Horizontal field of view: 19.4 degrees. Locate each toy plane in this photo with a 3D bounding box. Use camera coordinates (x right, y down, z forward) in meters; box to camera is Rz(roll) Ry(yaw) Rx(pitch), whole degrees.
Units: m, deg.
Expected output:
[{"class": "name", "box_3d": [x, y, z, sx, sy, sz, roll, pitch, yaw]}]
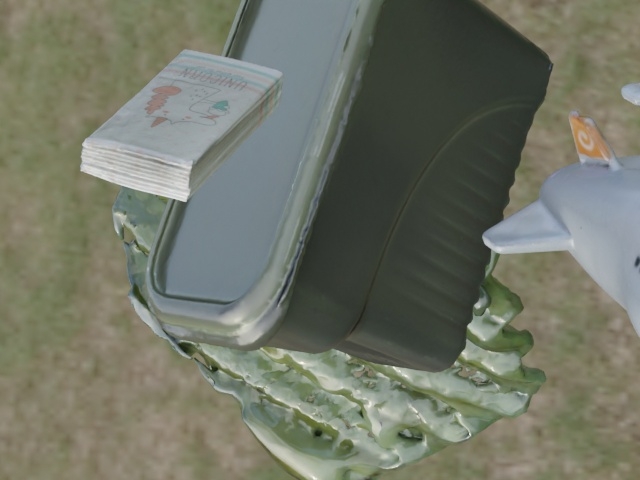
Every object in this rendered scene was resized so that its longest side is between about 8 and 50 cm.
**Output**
[{"class": "toy plane", "box_3d": [0.200, 0.019, 1.022, 0.245, 0.117, 0.245, 50, 157, 31]}]

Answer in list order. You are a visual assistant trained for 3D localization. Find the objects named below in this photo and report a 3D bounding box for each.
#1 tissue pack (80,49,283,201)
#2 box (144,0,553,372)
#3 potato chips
[{"class": "tissue pack", "box_3d": [-0.062, -0.055, 0.869, 0.056, 0.108, 0.023, 15, 122, 17]}, {"class": "box", "box_3d": [0.025, -0.043, 1.154, 0.138, 0.178, 0.274, 6, 74, 52]}, {"class": "potato chips", "box_3d": [0.004, 0.008, 1.463, 0.389, 0.097, 0.373, 53, 137, 3]}]
